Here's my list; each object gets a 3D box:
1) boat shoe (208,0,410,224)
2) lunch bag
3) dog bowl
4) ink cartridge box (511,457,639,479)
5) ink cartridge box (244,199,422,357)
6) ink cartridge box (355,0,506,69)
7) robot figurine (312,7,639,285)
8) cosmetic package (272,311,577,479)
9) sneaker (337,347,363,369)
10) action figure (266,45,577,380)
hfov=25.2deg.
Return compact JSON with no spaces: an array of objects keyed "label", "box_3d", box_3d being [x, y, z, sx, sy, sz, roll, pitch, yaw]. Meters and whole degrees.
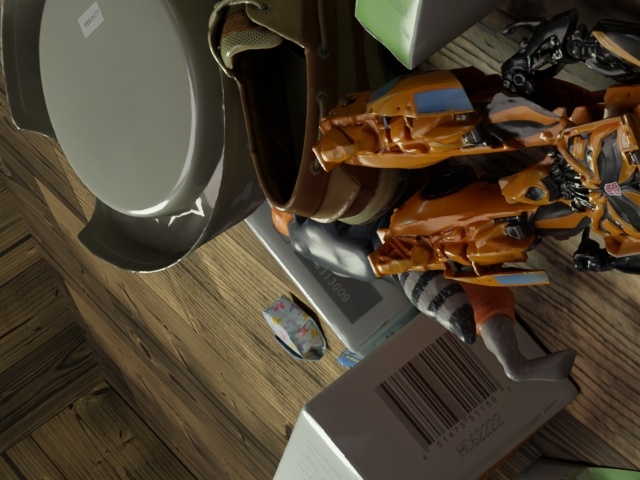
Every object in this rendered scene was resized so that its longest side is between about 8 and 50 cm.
[{"label":"boat shoe","box_3d":[-0.023,-0.169,1.141,0.122,0.120,0.324,-26,76,46]},{"label":"lunch bag","box_3d":[-0.034,0.127,1.972,0.071,0.053,0.083,40,167,41]},{"label":"dog bowl","box_3d":[-0.160,-0.150,1.322,0.349,0.102,0.349,19,116,43]},{"label":"ink cartridge box","box_3d":[0.300,0.308,1.452,0.171,0.056,0.235,57,164,-6]},{"label":"ink cartridge box","box_3d":[0.000,0.000,1.621,0.308,0.091,0.385,50,-177,13]},{"label":"ink cartridge box","box_3d":[0.088,-0.214,0.939,0.062,0.109,0.209,47,161,18]},{"label":"robot figurine","box_3d":[0.145,-0.048,1.003,0.291,0.085,0.211,-5,123,42]},{"label":"cosmetic package","box_3d":[0.089,0.227,1.550,0.161,0.230,0.453,50,163,11]},{"label":"sneaker","box_3d":[0.064,0.185,1.819,0.135,0.058,0.052,59,162,-16]},{"label":"action figure","box_3d":[0.056,-0.041,1.247,0.330,0.178,0.341,22,145,44]}]
